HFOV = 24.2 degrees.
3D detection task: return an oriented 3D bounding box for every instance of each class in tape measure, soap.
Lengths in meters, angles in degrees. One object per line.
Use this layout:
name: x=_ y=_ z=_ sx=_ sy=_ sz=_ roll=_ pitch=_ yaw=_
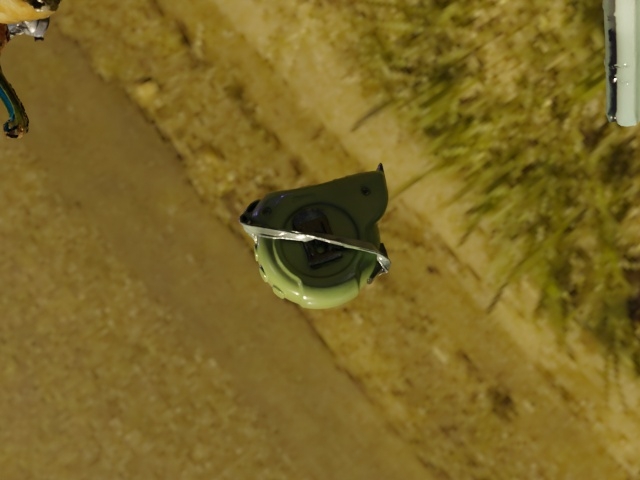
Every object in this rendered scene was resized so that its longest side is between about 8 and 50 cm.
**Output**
tape measure: x=0.000 y=0.000 z=1.942 sx=0.106 sy=0.200 sz=0.175 roll=111 pitch=148 yaw=-76
soap: x=0.317 y=-0.243 z=1.421 sx=0.094 sy=0.150 sz=0.261 roll=0 pitch=142 yaw=13

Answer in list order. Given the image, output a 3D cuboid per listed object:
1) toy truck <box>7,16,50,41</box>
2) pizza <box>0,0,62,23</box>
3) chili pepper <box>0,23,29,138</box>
toy truck: x=-0.436 y=-0.277 z=1.823 sx=0.253 sy=0.114 sz=0.124 roll=-22 pitch=68 yaw=41
pizza: x=-0.261 y=-0.183 z=0.803 sx=0.181 sy=0.034 sz=0.262 roll=11 pitch=167 yaw=19
chili pepper: x=-0.444 y=-0.266 z=1.599 sx=0.387 sy=0.110 sz=0.110 roll=43 pitch=144 yaw=-5
